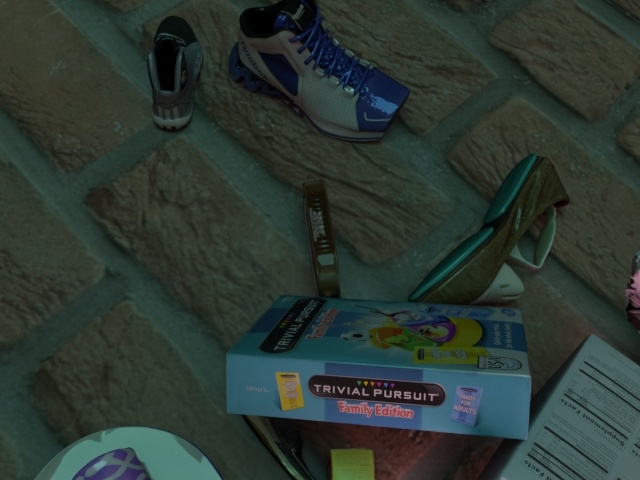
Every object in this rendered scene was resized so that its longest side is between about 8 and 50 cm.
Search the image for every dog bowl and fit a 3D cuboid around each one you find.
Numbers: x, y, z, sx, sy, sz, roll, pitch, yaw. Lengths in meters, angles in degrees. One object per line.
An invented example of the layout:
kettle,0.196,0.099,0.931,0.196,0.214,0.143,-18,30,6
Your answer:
dog bowl,-0.231,0.364,0.974,0.265,0.104,0.265,2,62,-4

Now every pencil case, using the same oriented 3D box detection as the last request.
pencil case,-0.203,0.329,0.889,0.088,0.086,0.206,-43,67,13

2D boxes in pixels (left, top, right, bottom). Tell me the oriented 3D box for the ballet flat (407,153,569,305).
ballet flat,0.273,0.014,1.208,0.124,0.116,0.342,45,62,-3

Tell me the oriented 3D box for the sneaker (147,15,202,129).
sneaker,-0.238,-0.306,1.311,0.086,0.132,0.228,-3,63,-5

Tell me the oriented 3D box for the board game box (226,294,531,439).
board game box,0.081,0.144,0.999,0.336,0.254,0.079,3,102,11

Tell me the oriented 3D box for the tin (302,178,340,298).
tin,0.000,0.000,1.184,0.040,0.106,0.189,-9,62,0

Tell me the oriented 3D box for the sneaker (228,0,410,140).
sneaker,-0.011,-0.289,1.291,0.315,0.182,0.127,25,65,9

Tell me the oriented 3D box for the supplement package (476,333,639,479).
supplement package,0.311,0.296,0.959,0.198,0.199,0.263,37,49,14

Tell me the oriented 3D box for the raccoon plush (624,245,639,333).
raccoon plush,0.560,0.075,1.034,0.216,0.446,0.299,18,60,36

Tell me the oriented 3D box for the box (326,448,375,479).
box,0.040,0.382,0.995,0.058,0.087,0.232,1,63,-3

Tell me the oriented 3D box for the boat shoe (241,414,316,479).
boat shoe,-0.047,0.266,1.066,0.049,0.056,0.152,-37,70,-15
